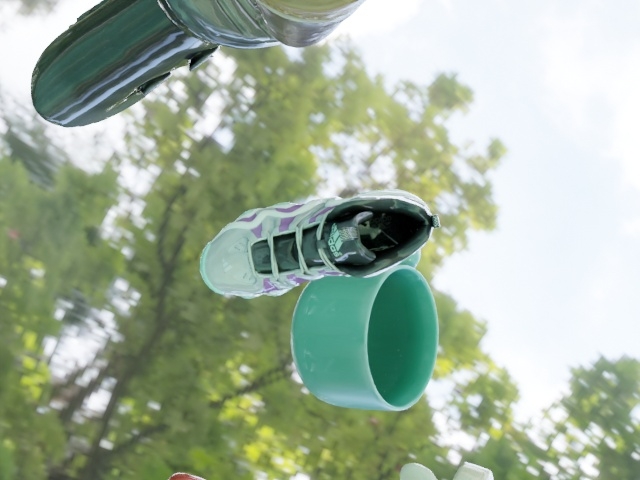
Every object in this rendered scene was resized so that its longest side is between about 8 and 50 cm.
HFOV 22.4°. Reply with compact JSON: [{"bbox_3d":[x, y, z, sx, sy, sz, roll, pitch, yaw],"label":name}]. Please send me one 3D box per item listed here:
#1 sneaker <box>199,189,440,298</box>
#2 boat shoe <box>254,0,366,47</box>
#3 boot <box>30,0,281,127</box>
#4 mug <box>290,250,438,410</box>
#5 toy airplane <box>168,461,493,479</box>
[{"bbox_3d":[0.000,0.000,0.643,0.098,0.069,0.038,-17,-87,-5],"label":"sneaker"},{"bbox_3d":[0.045,-0.265,0.912,0.123,0.123,0.342,19,-101,5],"label":"boat shoe"},{"bbox_3d":[-0.149,-0.221,1.562,0.445,0.367,0.146,-18,-78,43],"label":"boot"},{"bbox_3d":[0.039,0.078,1.455,0.097,0.129,0.158,-1,-149,33],"label":"mug"},{"bbox_3d":[0.018,0.344,1.067,0.272,0.384,0.386,-2,-96,35],"label":"toy airplane"}]
